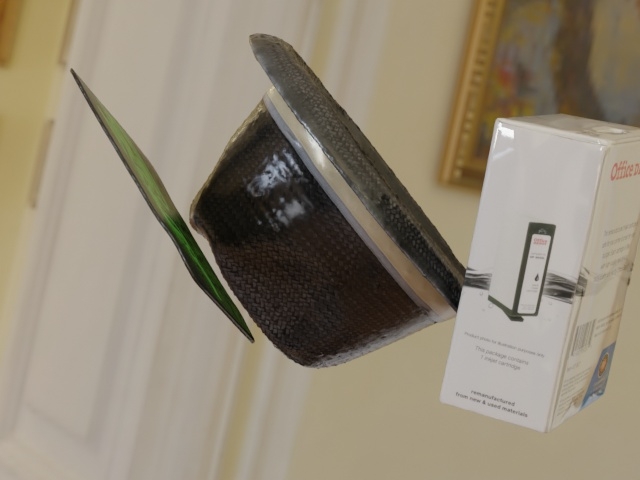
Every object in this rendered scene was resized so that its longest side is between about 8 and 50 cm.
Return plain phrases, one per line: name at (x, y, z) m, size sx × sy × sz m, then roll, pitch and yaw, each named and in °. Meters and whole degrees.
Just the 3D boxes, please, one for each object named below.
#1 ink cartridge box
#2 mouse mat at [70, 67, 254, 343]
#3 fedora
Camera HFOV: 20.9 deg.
ink cartridge box at (0.164, 0.016, 1.217) m, size 0.086 × 0.203 × 0.148 m, roll 15°, pitch 11°, yaw 23°
mouse mat at (-0.107, -0.022, 1.195) m, size 0.190 × 0.007 × 0.152 m, roll 56°, pitch 0°, yaw 24°
fedora at (0.000, 0.000, 1.365) m, size 0.334 × 0.152 × 0.334 m, roll 52°, pitch 5°, yaw -6°
